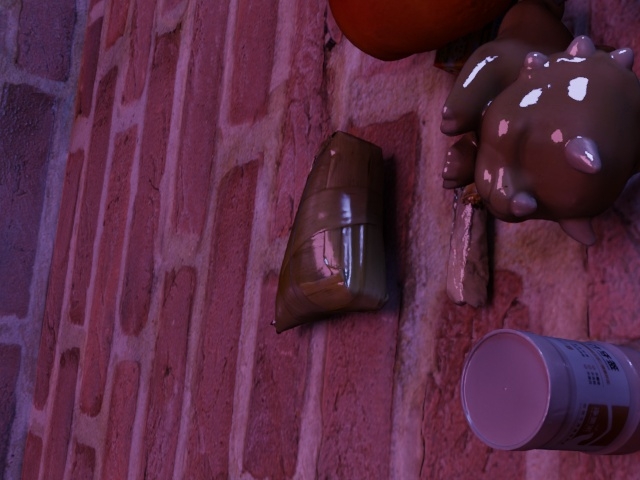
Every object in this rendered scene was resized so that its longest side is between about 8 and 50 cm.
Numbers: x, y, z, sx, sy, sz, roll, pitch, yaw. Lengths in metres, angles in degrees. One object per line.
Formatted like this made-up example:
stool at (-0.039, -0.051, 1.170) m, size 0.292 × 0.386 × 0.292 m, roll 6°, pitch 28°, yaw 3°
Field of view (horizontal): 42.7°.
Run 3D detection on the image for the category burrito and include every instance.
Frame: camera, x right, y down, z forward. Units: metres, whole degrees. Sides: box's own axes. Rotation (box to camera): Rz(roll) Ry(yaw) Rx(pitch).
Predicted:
burrito at (0.162, 0.001, 0.892) m, size 0.055 × 0.041 × 0.149 m, roll 156°, pitch 120°, yaw -67°

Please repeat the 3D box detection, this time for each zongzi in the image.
zongzi at (0.000, 0.000, 1.093) m, size 0.256 × 0.115 × 0.228 m, roll 145°, pitch 132°, yaw -60°

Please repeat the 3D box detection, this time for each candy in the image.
candy at (0.184, -0.224, 0.929) m, size 0.122 × 0.038 × 0.062 m, roll 15°, pitch 93°, yaw 57°

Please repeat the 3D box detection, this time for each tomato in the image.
tomato at (0.116, -0.316, 0.889) m, size 0.260 × 0.180 × 0.260 m, roll -27°, pitch 30°, yaw 17°

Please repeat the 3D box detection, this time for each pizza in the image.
pizza at (0.192, -0.058, 0.860) m, size 0.083 × 0.025 × 0.078 m, roll -42°, pitch 38°, yaw -24°

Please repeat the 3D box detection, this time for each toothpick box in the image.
toothpick box at (0.205, 0.130, 0.692) m, size 0.098 × 0.149 × 0.098 m, roll -23°, pitch 62°, yaw 52°

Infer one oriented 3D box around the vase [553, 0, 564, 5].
vase at (0.285, -0.300, 0.673) m, size 0.237 × 0.115 × 0.115 m, roll -23°, pitch 58°, yaw 19°

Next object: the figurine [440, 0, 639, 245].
figurine at (0.220, -0.112, 0.739) m, size 0.173 × 0.247 × 0.177 m, roll 17°, pitch 125°, yaw 22°
